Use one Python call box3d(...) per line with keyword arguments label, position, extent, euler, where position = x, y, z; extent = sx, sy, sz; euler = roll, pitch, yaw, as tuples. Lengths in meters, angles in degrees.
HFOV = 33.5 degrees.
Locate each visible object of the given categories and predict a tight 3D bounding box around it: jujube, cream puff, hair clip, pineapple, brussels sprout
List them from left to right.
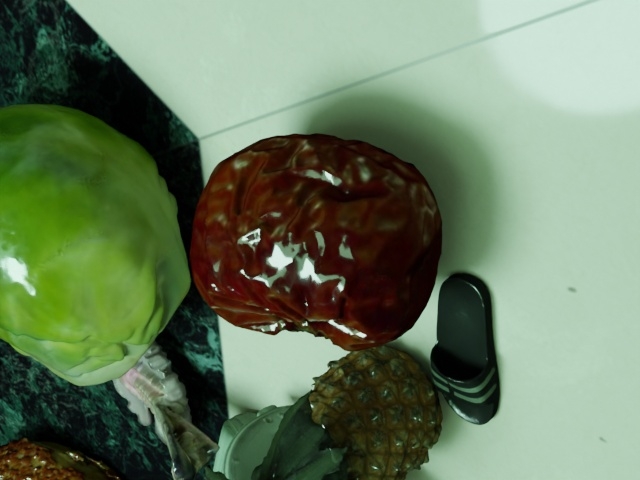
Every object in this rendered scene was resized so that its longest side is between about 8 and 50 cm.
box3d(label="cream puff", position=(-0.426, 0.479, 1.641), extent=(0.350, 0.229, 0.350), euler=(19, 124, 30))
box3d(label="brussels sprout", position=(-0.302, -0.002, 1.237), extent=(0.344, 0.268, 0.344), euler=(33, 154, 18))
box3d(label="hair clip", position=(-0.202, 0.218, 1.366), extent=(0.300, 0.069, 0.173), euler=(40, 142, 56))
box3d(label="pineapple", position=(-0.018, 0.238, 1.073), extent=(0.165, 0.364, 0.165), euler=(19, 123, 33))
box3d(label="jujube", position=(0.000, 0.000, 1.026), extent=(0.232, 0.213, 0.213), euler=(13, 124, 20))

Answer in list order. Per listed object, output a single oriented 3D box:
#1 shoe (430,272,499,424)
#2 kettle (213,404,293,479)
box3d(label="shoe", position=(0.141, 0.121, 1.095), extent=(0.071, 0.049, 0.179), euler=(14, 124, 33))
box3d(label="kettle", position=(-0.061, 0.362, 1.300), extent=(0.265, 0.205, 0.318), euler=(29, 133, 18))
